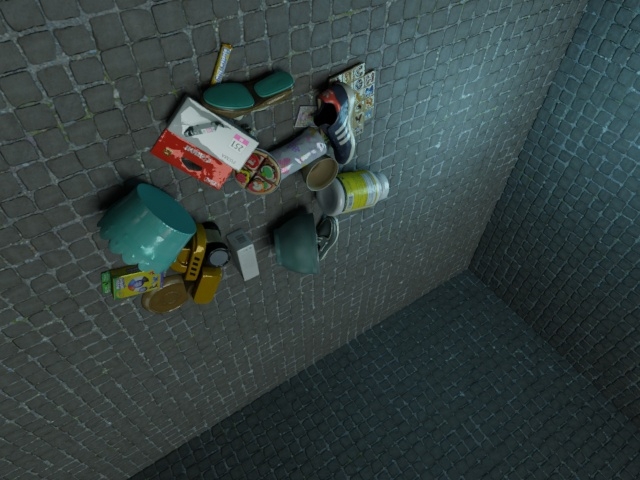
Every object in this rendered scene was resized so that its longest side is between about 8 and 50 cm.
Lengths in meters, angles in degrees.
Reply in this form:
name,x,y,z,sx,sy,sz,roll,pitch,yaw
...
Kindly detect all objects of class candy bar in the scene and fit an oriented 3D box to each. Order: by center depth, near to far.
name,x,y,z,sx,sy,sz,roll,pitch,yaw
candy bar,-0.315,-0.539,1.347,0.040,0.018,0.162,-4,134,-44

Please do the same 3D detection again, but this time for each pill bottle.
name,x,y,z,sx,sy,sz,roll,pitch,yaw
pill bottle,0.160,-0.235,2.046,0.333,0.188,0.188,-15,140,-35

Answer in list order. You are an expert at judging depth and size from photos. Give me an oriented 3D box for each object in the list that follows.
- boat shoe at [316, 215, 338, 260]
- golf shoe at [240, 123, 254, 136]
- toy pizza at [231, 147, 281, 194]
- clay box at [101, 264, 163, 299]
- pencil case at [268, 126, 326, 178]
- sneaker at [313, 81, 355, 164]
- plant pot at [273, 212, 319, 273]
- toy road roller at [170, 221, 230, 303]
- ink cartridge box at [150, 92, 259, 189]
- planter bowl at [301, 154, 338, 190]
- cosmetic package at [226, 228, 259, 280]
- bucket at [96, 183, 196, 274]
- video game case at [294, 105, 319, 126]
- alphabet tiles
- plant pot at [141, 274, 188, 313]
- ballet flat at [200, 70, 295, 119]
name,x,y,z,sx,sy,sz,roll,pitch,yaw
boat shoe,0.000,0.000,2.234,0.099,0.116,0.320,-17,146,-38
golf shoe,-0.315,-0.347,1.537,0.176,0.069,0.086,-23,150,-23
toy pizza,-0.246,-0.256,1.628,0.201,0.032,0.202,6,127,8
clay box,-0.744,0.159,1.711,0.221,0.053,0.128,-15,140,-35
pencil case,-0.110,-0.339,1.707,0.273,0.113,0.124,-34,107,-10
sneaker,0.046,-0.441,1.702,0.148,0.131,0.350,-30,138,-23
plant pot,-0.117,0.025,2.024,0.196,0.293,0.293,-6,141,-4
toy road roller,-0.525,0.081,1.720,0.240,0.203,0.330,5,122,-34
ink cartridge box,-0.385,-0.309,1.431,0.275,0.060,0.239,29,108,-34
planter bowl,-0.019,-0.310,1.843,0.161,0.109,0.162,-26,145,-21
cosmetic package,-0.351,0.068,1.952,0.085,0.117,0.231,-26,144,-21
bucket,-0.571,-0.045,1.447,0.183,0.281,0.281,-44,148,9
video game case,-0.042,-0.489,1.695,0.121,0.011,0.087,-12,138,-38
alphabet tiles,0.111,-0.546,1.772,0.285,0.011,0.343,-32,148,-17
plant pot,-0.672,0.248,1.913,0.236,0.032,0.237,-26,145,-20
ballet flat,-0.240,-0.469,1.436,0.342,0.116,0.124,-30,170,-29
